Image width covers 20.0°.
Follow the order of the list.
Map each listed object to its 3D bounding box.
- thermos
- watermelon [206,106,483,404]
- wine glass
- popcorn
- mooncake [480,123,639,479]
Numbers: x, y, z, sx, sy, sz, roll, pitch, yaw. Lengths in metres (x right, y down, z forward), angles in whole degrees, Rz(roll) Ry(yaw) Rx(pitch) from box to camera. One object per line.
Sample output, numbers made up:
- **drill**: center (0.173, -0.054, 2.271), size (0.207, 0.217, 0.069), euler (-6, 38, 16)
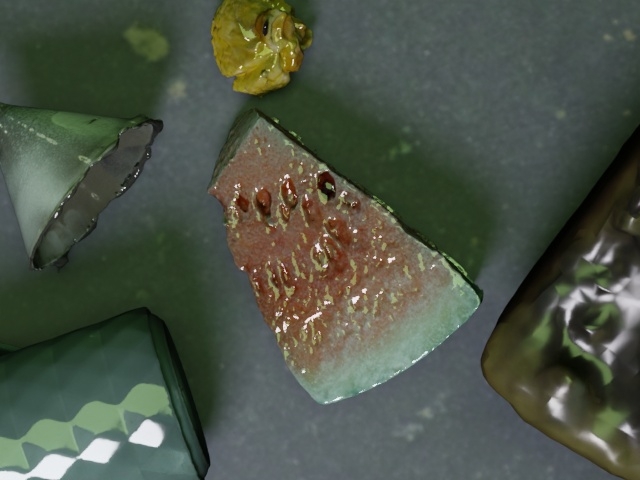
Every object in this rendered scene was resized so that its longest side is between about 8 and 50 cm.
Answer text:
- **thermos**: center (-0.238, 0.145, 1.362), size (0.286, 0.145, 0.182), euler (-17, 53, -2)
- **watermelon**: center (0.000, 0.000, 1.412), size (0.154, 0.094, 0.241), euler (-38, 85, 6)
- **wine glass**: center (-0.255, -0.102, 1.382), size (0.232, 0.156, 0.156), euler (38, 85, 6)
- **popcorn**: center (-0.047, -0.158, 1.421), size (0.084, 0.084, 0.084), euler (0, 84, -1)
- **mooncake**: center (0.310, -0.002, 1.253), size (0.246, 0.394, 0.393), euler (31, 89, 0)
